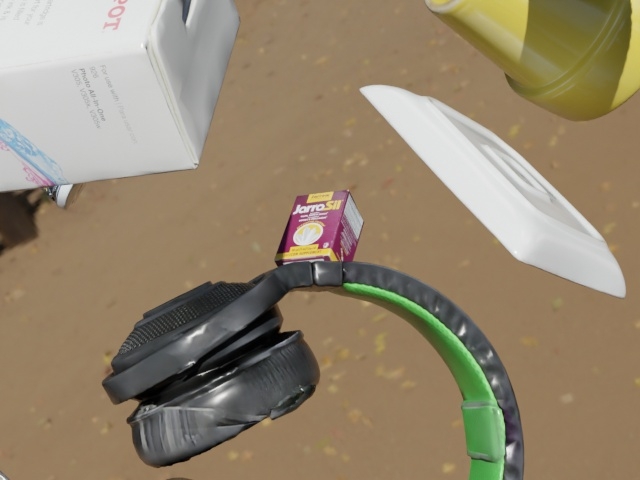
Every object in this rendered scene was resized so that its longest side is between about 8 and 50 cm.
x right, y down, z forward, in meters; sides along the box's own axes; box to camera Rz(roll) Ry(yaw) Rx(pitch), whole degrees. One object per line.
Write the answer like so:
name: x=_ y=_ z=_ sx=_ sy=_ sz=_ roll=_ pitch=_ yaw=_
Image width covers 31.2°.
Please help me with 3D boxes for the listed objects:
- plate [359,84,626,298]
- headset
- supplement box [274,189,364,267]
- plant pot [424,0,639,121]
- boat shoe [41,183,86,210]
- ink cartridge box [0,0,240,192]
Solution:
plate: x=0.200 y=-0.060 z=1.237 sx=0.045 sy=0.278 sz=0.277 roll=-50 pitch=56 yaw=16
headset: x=-0.056 y=0.139 z=0.683 sx=0.394 sy=0.244 sz=0.185 roll=-6 pitch=-5 yaw=-15
supplement box: x=0.000 y=0.000 z=1.013 sx=0.054 sy=0.043 sz=0.083 roll=-7 pitch=42 yaw=24
plant pot: x=0.264 y=-0.301 z=1.374 sx=0.254 sy=0.239 sz=0.254 roll=-45 pitch=34 yaw=43
boat shoe: x=-0.396 y=-0.090 z=1.700 sx=0.065 sy=0.083 sz=0.183 roll=-62 pitch=9 yaw=-3
ink cartridge box: x=-0.167 y=-0.109 z=0.670 sx=0.212 sy=0.093 sz=0.154 roll=-8 pitch=42 yaw=15
